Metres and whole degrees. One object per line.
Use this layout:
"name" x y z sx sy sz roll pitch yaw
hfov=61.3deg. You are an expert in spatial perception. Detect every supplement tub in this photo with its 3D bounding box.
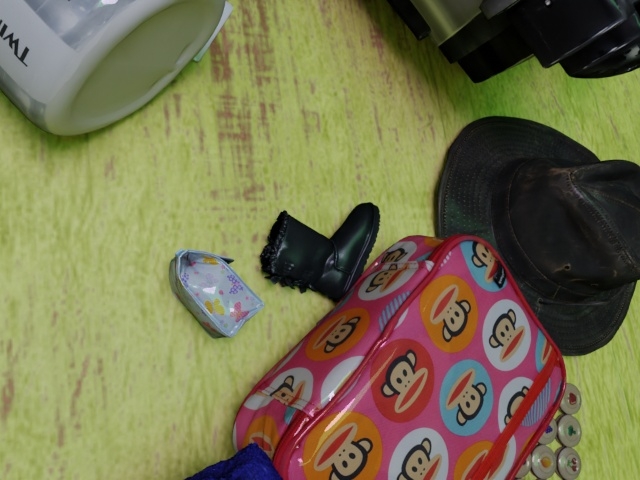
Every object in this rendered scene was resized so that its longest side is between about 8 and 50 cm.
"supplement tub" -0.242 -0.255 0.414 0.316 0.194 0.193 48 64 -7

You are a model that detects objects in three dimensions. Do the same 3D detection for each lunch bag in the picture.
"lunch bag" 0.094 0.165 0.498 0.293 0.120 0.258 -46 111 -23
"lunch bag" -0.097 0.042 0.474 0.083 0.071 0.053 48 66 -6

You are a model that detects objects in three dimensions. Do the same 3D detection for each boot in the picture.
"boot" 0.000 0.000 0.541 0.099 0.045 0.121 25 76 -20

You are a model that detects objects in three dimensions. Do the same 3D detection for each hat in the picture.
"hat" 0.303 -0.022 0.631 0.332 0.134 0.330 5 77 -22

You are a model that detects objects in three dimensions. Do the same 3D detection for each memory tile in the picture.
"memory tile" 0.255 0.233 0.616 0.113 0.012 0.147 13 73 -20

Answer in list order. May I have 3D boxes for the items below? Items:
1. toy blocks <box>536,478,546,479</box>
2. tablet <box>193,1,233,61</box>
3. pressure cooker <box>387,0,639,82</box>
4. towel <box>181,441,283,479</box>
"toy blocks" 0.235 0.342 0.552 0.123 0.054 0.148 42 72 -16
"tablet" -0.131 -0.229 0.560 0.054 0.006 0.083 31 68 -15
"pressure cooker" 0.225 -0.362 0.532 0.370 0.375 0.420 -39 99 3
"towel" -0.057 0.315 0.383 0.228 0.076 0.308 -29 93 9
